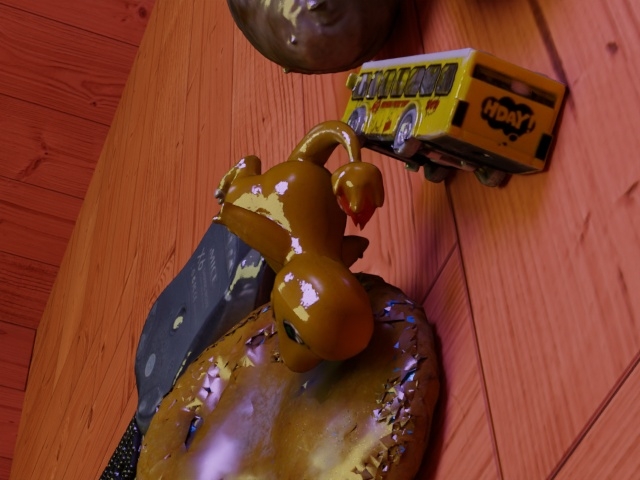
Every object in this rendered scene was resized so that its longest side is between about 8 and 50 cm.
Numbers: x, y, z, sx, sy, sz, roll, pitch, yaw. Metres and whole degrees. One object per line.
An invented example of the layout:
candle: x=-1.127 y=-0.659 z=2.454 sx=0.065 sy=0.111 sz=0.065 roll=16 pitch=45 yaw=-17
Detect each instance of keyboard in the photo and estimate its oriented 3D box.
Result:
keyboard: x=-0.286 y=0.341 z=1.895 sx=0.317 sy=0.027 sz=0.106 roll=122 pitch=158 yaw=-48

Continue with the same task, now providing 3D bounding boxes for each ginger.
ginger: x=-0.020 y=-0.278 z=1.152 sx=0.244 sy=0.155 sz=0.304 roll=-86 pitch=-11 yaw=-48

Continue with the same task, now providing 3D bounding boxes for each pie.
pie: x=-0.019 y=0.127 z=0.954 sx=0.273 sy=0.069 sz=0.273 roll=-28 pitch=42 yaw=28

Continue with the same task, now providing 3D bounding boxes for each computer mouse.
computer mouse: x=-0.081 y=0.056 z=1.342 sx=0.379 sy=0.090 sz=0.167 roll=-56 pitch=28 yaw=34

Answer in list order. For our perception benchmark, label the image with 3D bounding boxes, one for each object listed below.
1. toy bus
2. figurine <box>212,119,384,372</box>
toy bus: x=0.076 y=-0.081 z=0.911 sx=0.226 sy=0.081 sz=0.074 roll=-163 pitch=91 yaw=-75
figurine: x=0.002 y=-0.001 z=0.910 sx=0.122 sy=0.121 sz=0.176 roll=-49 pitch=39 yaw=35
